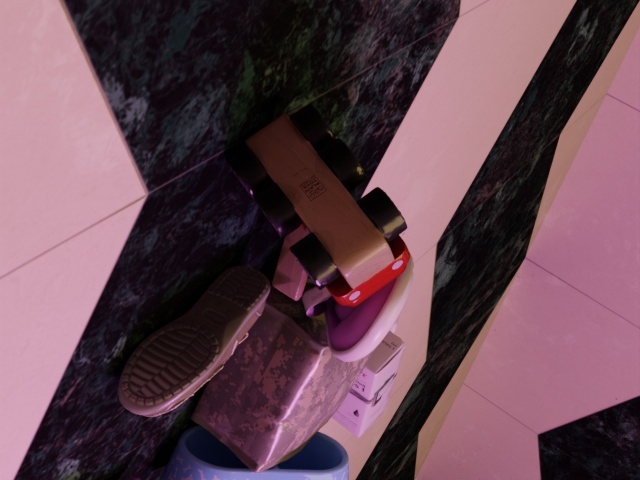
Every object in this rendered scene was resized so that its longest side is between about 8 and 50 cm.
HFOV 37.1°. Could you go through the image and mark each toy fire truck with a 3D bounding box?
[{"bbox_3d":[0.000,0.000,1.126,0.158,0.217,0.246,-36,151,-3],"label":"toy fire truck"}]

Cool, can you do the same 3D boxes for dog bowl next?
[{"bbox_3d":[-0.090,0.346,1.457,0.297,0.166,0.074,7,107,-21],"label":"dog bowl"}]

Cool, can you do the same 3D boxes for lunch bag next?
[{"bbox_3d":[-0.025,0.187,1.464,0.287,0.169,0.235,-9,130,-59],"label":"lunch bag"}]

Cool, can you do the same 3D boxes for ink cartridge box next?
[{"bbox_3d":[0.049,0.228,1.717,0.092,0.160,0.219,-41,155,-34],"label":"ink cartridge box"}]

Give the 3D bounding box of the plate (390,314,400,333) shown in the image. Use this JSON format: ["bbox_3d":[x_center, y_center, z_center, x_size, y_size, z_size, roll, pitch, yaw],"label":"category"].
[{"bbox_3d":[0.069,0.250,1.975,0.277,0.045,0.278,-62,159,18],"label":"plate"}]

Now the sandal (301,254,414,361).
[{"bbox_3d":[0.024,0.048,1.299,0.169,0.102,0.416,-62,-169,7],"label":"sandal"}]

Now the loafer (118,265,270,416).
[{"bbox_3d":[-0.149,0.138,1.199,0.251,0.094,0.087,-43,152,-34],"label":"loafer"}]

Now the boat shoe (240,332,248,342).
[{"bbox_3d":[-0.162,0.160,1.272,0.153,0.048,0.056,-43,157,-33],"label":"boat shoe"}]

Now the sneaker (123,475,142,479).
[{"bbox_3d":[-0.282,0.421,1.349,0.104,0.095,0.236,-44,158,-51],"label":"sneaker"}]
